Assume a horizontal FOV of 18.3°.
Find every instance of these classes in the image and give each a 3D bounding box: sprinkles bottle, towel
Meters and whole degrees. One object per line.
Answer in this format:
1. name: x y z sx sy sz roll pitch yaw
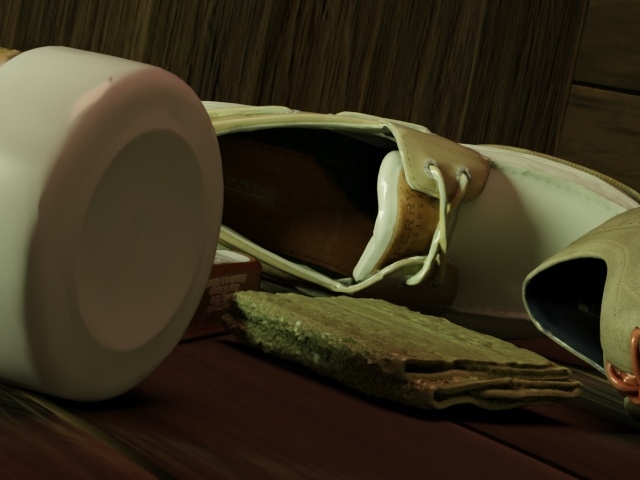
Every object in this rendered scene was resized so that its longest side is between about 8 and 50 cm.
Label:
1. sprinkles bottle: -0.214 -0.037 0.766 0.355 0.121 0.121 13 5 27
2. towel: 0.032 0.050 0.890 0.110 0.027 0.148 6 8 -41

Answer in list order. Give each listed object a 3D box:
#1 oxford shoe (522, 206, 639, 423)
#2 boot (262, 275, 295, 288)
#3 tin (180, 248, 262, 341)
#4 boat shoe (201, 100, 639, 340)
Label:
1. oxford shoe: 0.196 0.060 0.864 0.130 0.123 0.348 -17 13 -12
2. boot: 0.000 0.000 1.237 0.207 0.090 0.248 22 -1 -21
3. tin: -0.092 0.017 0.939 0.106 0.040 0.189 17 6 15
4. boat shoe: 0.039 -0.007 1.048 0.302 0.113 0.103 8 2 -1
